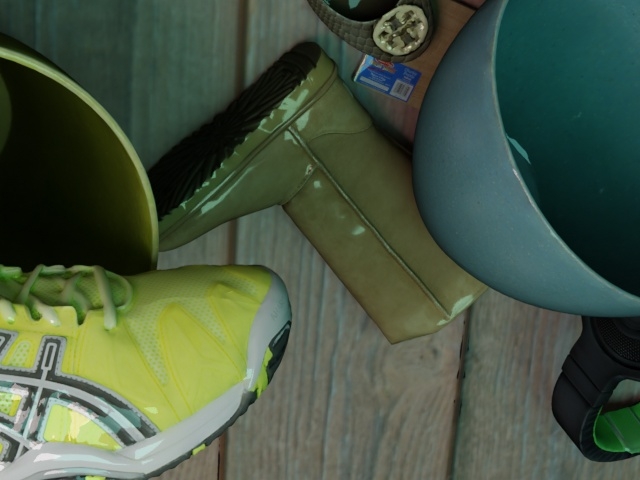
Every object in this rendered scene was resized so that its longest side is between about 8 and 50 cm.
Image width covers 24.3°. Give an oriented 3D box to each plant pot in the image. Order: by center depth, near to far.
[{"bbox_3d":[-0.274,-0.048,1.035,0.275,0.293,0.274,-7,115,-15],"label":"plant pot"},{"bbox_3d":[0.186,-0.064,1.191,0.290,0.195,0.290,12,68,-32],"label":"plant pot"}]

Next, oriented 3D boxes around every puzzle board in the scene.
[{"bbox_3d":[0.101,-0.156,1.261,0.128,0.011,0.096,20,107,-23],"label":"puzzle board"}]

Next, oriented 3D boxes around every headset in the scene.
[{"bbox_3d":[0.361,0.069,1.299,0.243,0.185,0.394,-9,137,-34],"label":"headset"}]

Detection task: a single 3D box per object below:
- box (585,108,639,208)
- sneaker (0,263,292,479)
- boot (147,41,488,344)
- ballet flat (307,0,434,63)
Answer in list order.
[{"bbox_3d":[0.270,-0.073,1.320,0.054,0.059,0.169,23,104,-23],"label":"box"},{"bbox_3d":[-0.202,0.070,0.862,0.385,0.145,0.147,-15,117,-12],"label":"sneaker"},{"bbox_3d":[0.000,0.000,1.256,0.236,0.089,0.269,-40,119,3],"label":"boot"},{"bbox_3d":[0.008,-0.233,1.168,0.084,0.058,0.250,-38,115,4],"label":"ballet flat"}]
